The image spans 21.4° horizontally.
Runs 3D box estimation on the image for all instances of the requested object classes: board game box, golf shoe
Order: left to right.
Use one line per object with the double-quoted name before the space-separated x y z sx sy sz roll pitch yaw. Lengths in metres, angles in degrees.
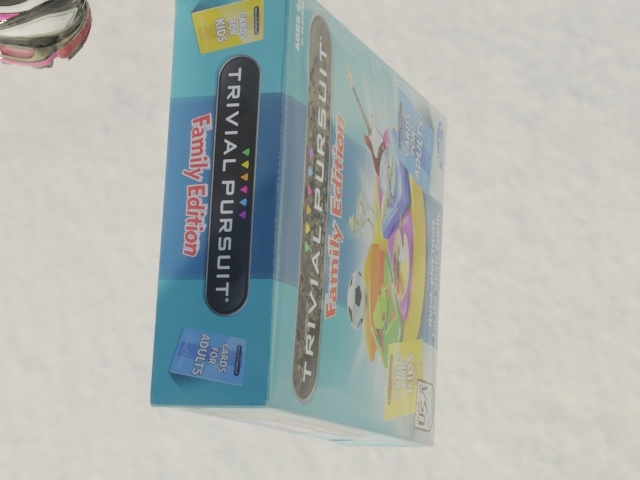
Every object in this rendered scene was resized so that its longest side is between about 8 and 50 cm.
"golf shoe" -0.204 -0.141 0.825 0.086 0.186 0.068 93 -172 -67
"board game box" 0.000 0.000 1.125 0.079 0.336 0.254 -1 80 20
